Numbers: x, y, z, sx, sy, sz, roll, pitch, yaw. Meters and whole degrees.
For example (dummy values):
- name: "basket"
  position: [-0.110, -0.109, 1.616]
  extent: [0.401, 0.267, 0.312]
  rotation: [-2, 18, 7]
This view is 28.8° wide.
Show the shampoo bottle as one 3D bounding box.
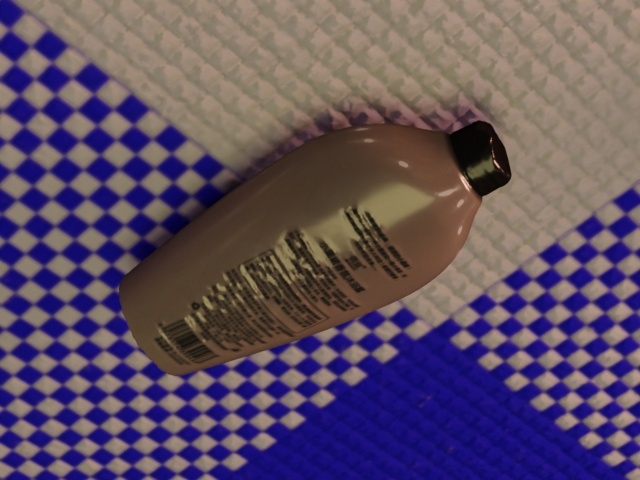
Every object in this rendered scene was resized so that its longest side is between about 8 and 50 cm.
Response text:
- name: "shampoo bottle"
  position: [0.000, 0.000, 0.777]
  extent: [0.257, 0.078, 0.127]
  rotation: [-25, 121, 18]
